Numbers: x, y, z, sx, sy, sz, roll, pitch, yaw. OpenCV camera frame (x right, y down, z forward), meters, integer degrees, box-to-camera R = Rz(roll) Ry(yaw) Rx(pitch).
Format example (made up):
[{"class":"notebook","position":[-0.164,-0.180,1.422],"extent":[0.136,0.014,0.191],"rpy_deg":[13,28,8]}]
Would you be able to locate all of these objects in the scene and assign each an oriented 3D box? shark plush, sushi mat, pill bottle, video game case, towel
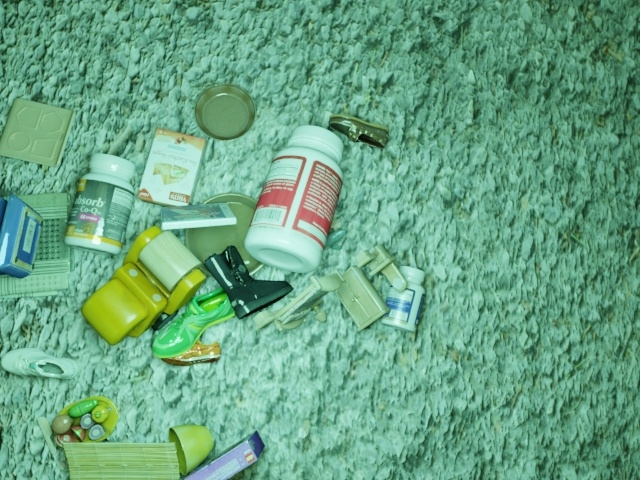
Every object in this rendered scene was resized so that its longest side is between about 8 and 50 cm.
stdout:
[{"class":"shark plush","position":[0.000,0.000,1.651],"extent":[0.161,0.067,0.073],"rpy_deg":[-11,81,-7]},{"class":"sushi mat","position":[-0.550,0.626,1.467],"extent":[0.316,0.019,0.151],"rpy_deg":[0,105,0]},{"class":"pill bottle","position":[-0.645,-0.105,1.561],"extent":[0.162,0.162,0.278],"rpy_deg":[9,79,-4]},{"class":"pill bottle","position":[-0.062,-0.128,1.575],"extent":[0.229,0.229,0.408],"rpy_deg":[17,69,-2]},{"class":"video game case","position":[-0.357,-0.074,1.523],"extent":[0.201,0.183,0.023],"rpy_deg":[-6,109,-17]},{"class":"pill bottle","position":[0.261,0.180,1.622],"extent":[0.112,0.112,0.187],"rpy_deg":[18,78,-2]},{"class":"towel","position":[-0.904,0.017,1.578],"extent":[0.324,0.056,0.312],"rpy_deg":[-5,77,-4]}]

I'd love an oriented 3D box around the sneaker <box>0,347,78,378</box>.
[{"class":"sneaker","position":[-0.809,0.352,1.497],"extent":[0.212,0.094,0.080],"rpy_deg":[8,80,-4]}]

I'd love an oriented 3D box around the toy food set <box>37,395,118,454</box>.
[{"class":"toy food set","position":[-0.690,0.524,1.488],"extent":[0.217,0.071,0.128],"rpy_deg":[-19,82,-8]}]

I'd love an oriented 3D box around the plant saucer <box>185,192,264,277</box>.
[{"class":"plant saucer","position":[-0.279,-0.011,1.641],"extent":[0.277,0.041,0.278],"rpy_deg":[1,79,-5]}]

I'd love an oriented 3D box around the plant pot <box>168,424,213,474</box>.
[{"class":"plant pot","position":[-0.361,0.578,1.492],"extent":[0.095,0.134,0.134],"rpy_deg":[-13,80,-34]}]

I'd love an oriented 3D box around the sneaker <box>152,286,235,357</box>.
[{"class":"sneaker","position":[-0.370,0.223,1.537],"extent":[0.295,0.123,0.109],"rpy_deg":[-37,53,-16]}]

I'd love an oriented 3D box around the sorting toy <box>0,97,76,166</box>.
[{"class":"sorting toy","position":[-0.885,-0.336,1.647],"extent":[0.208,0.038,0.193],"rpy_deg":[12,79,1]}]

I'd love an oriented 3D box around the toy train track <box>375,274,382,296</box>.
[{"class":"toy train track","position":[0.179,0.150,1.669],"extent":[0.048,0.014,0.083],"rpy_deg":[21,78,-2]}]

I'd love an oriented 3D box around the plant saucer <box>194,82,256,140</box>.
[{"class":"plant saucer","position":[-0.309,-0.412,1.713],"extent":[0.198,0.036,0.199],"rpy_deg":[1,79,-6]}]

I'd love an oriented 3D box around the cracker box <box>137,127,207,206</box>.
[{"class":"cracker box","position":[-0.460,-0.220,1.647],"extent":[0.155,0.067,0.232],"rpy_deg":[12,80,-3]}]

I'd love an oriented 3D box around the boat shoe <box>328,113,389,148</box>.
[{"class":"boat shoe","position":[0.124,-0.356,1.725],"extent":[0.207,0.073,0.073],"rpy_deg":[13,77,-3]}]

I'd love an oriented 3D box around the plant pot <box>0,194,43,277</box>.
[{"class":"plant pot","position":[-0.908,-0.016,1.444],"extent":[0.212,0.236,0.236],"rpy_deg":[7,77,-9]}]

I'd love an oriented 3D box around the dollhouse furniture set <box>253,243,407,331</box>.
[{"class":"dollhouse furniture set","position":[0.047,0.178,1.465],"extent":[0.303,0.355,0.174],"rpy_deg":[-43,73,29]}]

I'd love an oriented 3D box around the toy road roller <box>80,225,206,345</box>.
[{"class":"toy road roller","position":[-0.497,0.144,1.445],"extent":[0.202,0.329,0.240],"rpy_deg":[45,35,3]}]

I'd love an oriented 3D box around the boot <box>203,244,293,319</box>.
[{"class":"boot","position":[-0.207,0.103,1.548],"extent":[0.246,0.094,0.207],"rpy_deg":[-19,75,-53]}]

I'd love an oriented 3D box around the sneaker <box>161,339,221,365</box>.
[{"class":"sneaker","position":[-0.385,0.334,1.567],"extent":[0.175,0.064,0.067],"rpy_deg":[-4,60,-11]}]

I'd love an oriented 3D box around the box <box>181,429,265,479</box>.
[{"class":"box","position":[-0.255,0.596,1.404],"extent":[0.201,0.293,0.057],"rpy_deg":[-30,78,-9]}]
